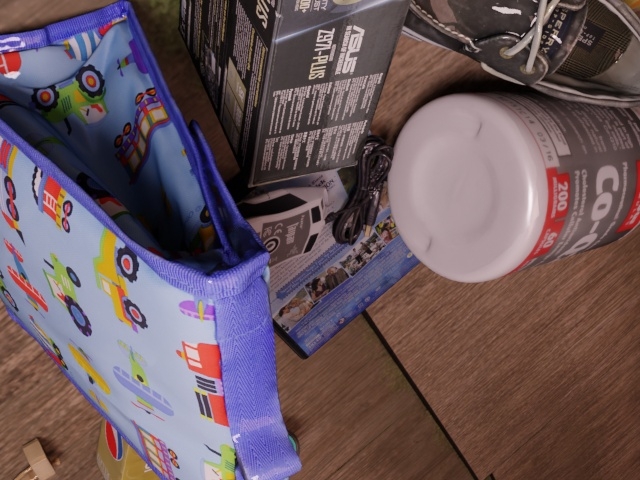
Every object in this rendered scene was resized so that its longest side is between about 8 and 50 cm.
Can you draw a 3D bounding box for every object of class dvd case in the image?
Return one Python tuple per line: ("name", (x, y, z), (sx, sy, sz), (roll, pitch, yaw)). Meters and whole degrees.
("dvd case", (0.000, 0.000, 0.755), (0.180, 0.022, 0.253), (-40, 141, -3))

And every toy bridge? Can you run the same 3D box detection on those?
("toy bridge", (-0.313, 0.239, 0.697), (0.188, 0.026, 0.063), (-27, 141, -20))

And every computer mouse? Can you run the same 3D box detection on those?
("computer mouse", (-0.026, -0.020, 0.667), (0.193, 0.042, 0.106), (-21, 141, -33))

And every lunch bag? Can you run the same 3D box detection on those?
("lunch bag", (-0.104, 0.030, 0.474), (0.138, 0.293, 0.221), (-22, 137, -24))

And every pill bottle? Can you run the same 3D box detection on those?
("pill bottle", (0.213, -0.062, 0.763), (0.283, 0.161, 0.161), (-12, 132, -41))

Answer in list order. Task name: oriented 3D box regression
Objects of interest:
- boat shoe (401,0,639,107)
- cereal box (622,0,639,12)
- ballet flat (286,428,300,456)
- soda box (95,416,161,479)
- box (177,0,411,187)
("boat shoe", (0.166, -0.187, 0.640), (0.335, 0.119, 0.121), (5, 123, -35))
("cereal box", (0.398, -0.285, 0.749), (0.240, 0.047, 0.173), (-20, 173, -26))
("ballet flat", (-0.103, 0.285, 0.897), (0.203, 0.074, 0.074), (-45, 142, -8))
("soda box", (-0.155, 0.151, 0.729), (0.061, 0.058, 0.181), (-8, 130, -36))
("box", (-0.022, -0.147, 0.464), (0.077, 0.147, 0.180), (-14, 148, -20))
